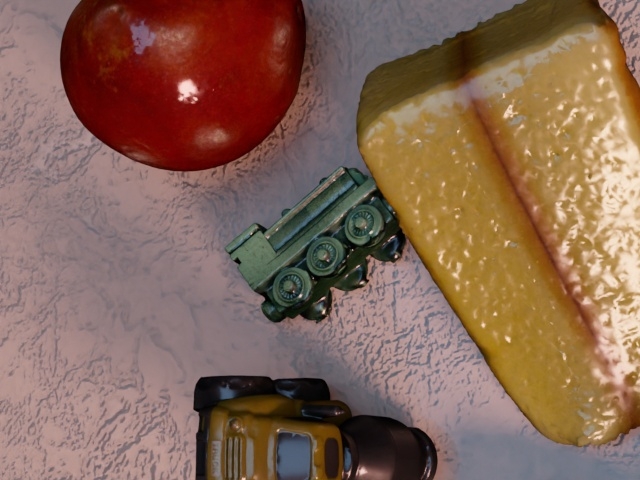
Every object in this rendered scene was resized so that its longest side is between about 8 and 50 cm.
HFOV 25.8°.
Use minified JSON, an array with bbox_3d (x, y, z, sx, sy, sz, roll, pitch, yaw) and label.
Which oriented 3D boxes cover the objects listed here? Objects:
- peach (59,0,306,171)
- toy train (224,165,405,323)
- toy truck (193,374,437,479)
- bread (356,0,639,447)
[{"bbox_3d":[-0.122,-0.171,1.302,0.243,0.243,0.200,-32,78,12],"label":"peach"},{"bbox_3d":[0.000,0.000,1.317,0.170,0.071,0.111,-41,63,9],"label":"toy train"},{"bbox_3d":[-0.007,0.189,1.207,0.165,0.224,0.147,-4,79,25],"label":"toy truck"},{"bbox_3d":[0.210,-0.018,1.253,0.233,0.245,0.362,-24,104,13],"label":"bread"}]
